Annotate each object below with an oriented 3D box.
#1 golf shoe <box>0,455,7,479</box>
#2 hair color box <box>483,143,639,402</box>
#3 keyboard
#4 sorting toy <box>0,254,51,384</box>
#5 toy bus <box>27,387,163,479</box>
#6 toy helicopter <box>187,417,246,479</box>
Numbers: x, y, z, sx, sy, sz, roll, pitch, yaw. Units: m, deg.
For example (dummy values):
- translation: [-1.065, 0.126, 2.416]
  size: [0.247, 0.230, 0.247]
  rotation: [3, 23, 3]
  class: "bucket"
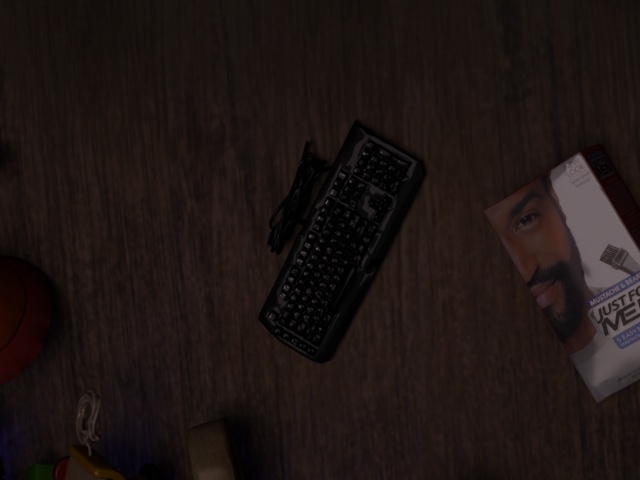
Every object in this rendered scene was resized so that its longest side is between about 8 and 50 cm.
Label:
- translation: [-0.355, 0.187, 1.745]
  size: [0.198, 0.077, 0.094]
  rotation: [45, 124, 18]
  class: "golf shoe"
- translation: [0.206, 0.024, 1.469]
  size: [0.093, 0.053, 0.167]
  rotation: [-33, 84, 26]
  class: "hair color box"
- translation: [0.000, 0.000, 1.566]
  size: [0.100, 0.038, 0.192]
  rotation: [32, 109, 16]
  class: "keyboard"
- translation: [-0.360, 0.156, 1.619]
  size: [0.127, 0.126, 0.366]
  rotation: [21, 77, 30]
  class: "sorting toy"
- translation: [-0.168, 0.251, 1.647]
  size: [0.202, 0.104, 0.191]
  rotation: [-51, 42, 45]
  class: "toy bus"
- translation: [-0.048, 0.317, 1.577]
  size: [0.140, 0.235, 0.355]
  rotation: [-15, 70, 5]
  class: "toy helicopter"
